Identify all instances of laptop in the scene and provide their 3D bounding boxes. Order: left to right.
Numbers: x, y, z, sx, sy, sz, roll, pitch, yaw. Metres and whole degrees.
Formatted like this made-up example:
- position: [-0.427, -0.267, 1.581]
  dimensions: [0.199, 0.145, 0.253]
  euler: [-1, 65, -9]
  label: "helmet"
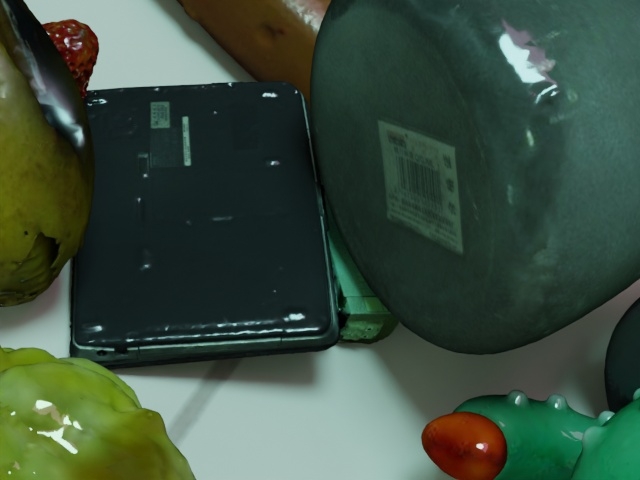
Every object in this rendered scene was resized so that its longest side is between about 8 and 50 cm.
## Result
- position: [-0.072, -0.019, 0.671]
  dimensions: [0.153, 0.026, 0.207]
  euler: [-4, 53, -4]
  label: "laptop"

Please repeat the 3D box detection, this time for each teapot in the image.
- position: [0.175, -0.086, 0.608]
  dimensions: [0.285, 0.305, 0.223]
  euler: [-18, 83, -26]
  label: "teapot"

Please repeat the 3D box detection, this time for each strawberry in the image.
- position: [-0.173, -0.106, 0.684]
  dimensions: [0.073, 0.083, 0.073]
  euler: [27, 38, -23]
  label: "strawberry"

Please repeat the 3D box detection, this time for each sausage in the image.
- position: [0.004, -0.137, 0.785]
  dimensions: [0.348, 0.094, 0.097]
  euler: [43, 50, 13]
  label: "sausage"

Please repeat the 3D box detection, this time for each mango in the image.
- position: [-0.218, -0.076, 0.601]
  dimensions: [0.151, 0.156, 0.249]
  euler: [-34, 85, -17]
  label: "mango"

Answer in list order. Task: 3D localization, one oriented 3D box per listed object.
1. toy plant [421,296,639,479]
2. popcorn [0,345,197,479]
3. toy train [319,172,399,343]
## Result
- position: [0.234, 0.101, 0.628]
  dimensions: [0.279, 0.185, 0.400]
  euler: [22, 34, 23]
  label: "toy plant"
- position: [-0.125, 0.140, 0.434]
  dimensions: [0.216, 0.181, 0.235]
  euler: [-15, 65, -36]
  label: "popcorn"
- position: [0.000, 0.000, 0.707]
  dimensions: [0.070, 0.038, 0.148]
  euler: [3, 51, -26]
  label: "toy train"
